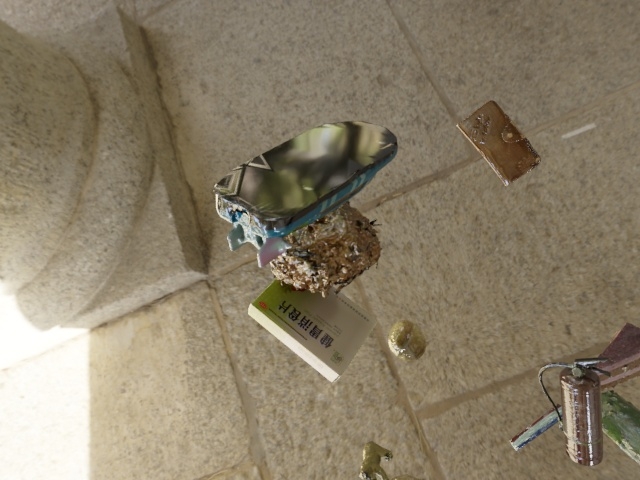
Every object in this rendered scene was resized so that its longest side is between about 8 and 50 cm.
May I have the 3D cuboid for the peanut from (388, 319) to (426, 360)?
[{"bbox_3d":[0.308,0.357,1.475,0.109,0.159,0.140,-2,51,50],"label":"peanut"}]

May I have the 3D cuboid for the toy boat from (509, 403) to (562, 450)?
[{"bbox_3d":[0.744,0.631,1.407,0.229,0.080,0.046,-44,61,9],"label":"toy boat"}]

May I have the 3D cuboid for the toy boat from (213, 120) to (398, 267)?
[{"bbox_3d":[-0.004,-0.079,0.589,0.134,0.092,0.299,27,46,31],"label":"toy boat"}]

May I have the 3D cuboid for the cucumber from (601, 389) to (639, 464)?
[{"bbox_3d":[1.022,0.623,1.334,0.145,0.325,0.105,13,111,-14],"label":"cucumber"}]

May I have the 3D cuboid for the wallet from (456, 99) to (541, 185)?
[{"bbox_3d":[0.389,-0.213,0.903,0.095,0.026,0.176,-38,87,29],"label":"wallet"}]

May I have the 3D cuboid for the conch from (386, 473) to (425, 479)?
[{"bbox_3d":[0.226,0.831,1.241,0.324,0.186,0.263,8,87,19],"label":"conch"}]

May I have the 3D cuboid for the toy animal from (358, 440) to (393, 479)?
[{"bbox_3d":[0.182,0.784,1.449,0.103,0.219,0.101,-42,91,18],"label":"toy animal"}]

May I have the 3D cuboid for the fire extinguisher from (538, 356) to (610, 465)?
[{"bbox_3d":[0.318,0.206,0.521,0.078,0.045,0.157,2,116,40],"label":"fire extinguisher"}]

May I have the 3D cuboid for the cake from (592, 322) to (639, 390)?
[{"bbox_3d":[0.769,0.311,1.089,0.296,0.115,0.113,-15,33,-25],"label":"cake"}]

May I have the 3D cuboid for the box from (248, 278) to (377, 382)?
[{"bbox_3d":[-0.017,0.184,0.992,0.261,0.062,0.175,38,53,9],"label":"box"}]

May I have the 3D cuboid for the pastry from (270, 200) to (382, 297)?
[{"bbox_3d":[0.000,0.000,0.925,0.275,0.275,0.192,0,113,16],"label":"pastry"}]
